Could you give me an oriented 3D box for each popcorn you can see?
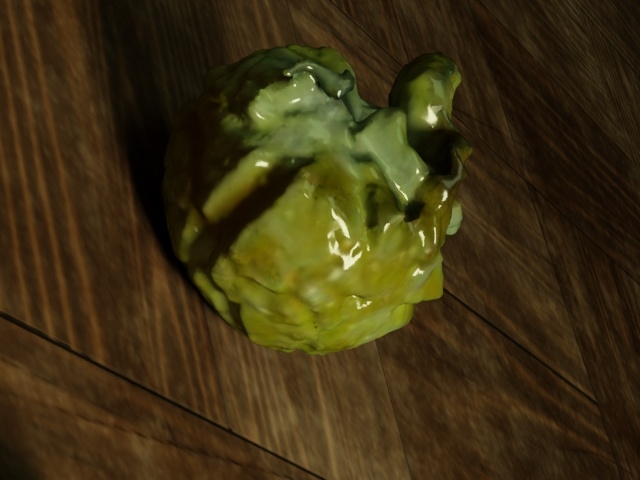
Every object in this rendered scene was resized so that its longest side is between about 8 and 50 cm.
[{"bbox_3d":[0.007,-0.038,1.155,0.198,0.212,0.198,58,-15,26],"label":"popcorn"}]
